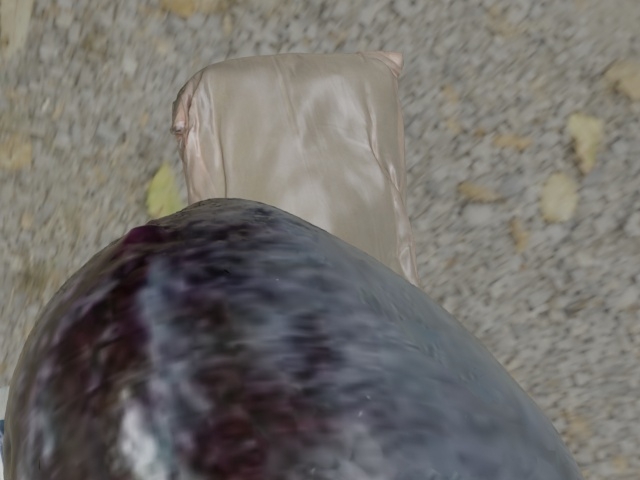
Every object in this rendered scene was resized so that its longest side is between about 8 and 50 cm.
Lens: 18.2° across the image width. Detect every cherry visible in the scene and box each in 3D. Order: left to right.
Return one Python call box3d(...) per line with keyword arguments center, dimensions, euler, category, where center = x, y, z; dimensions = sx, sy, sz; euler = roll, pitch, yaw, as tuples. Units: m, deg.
box3d(center=(-0.006, 0.122, 0.815), dimensions=(0.255, 0.218, 0.296), euler=(2, 52, -50), category="cherry")

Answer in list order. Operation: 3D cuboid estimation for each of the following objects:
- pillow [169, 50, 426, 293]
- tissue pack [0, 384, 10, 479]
box3d(center=(0.000, 0.000, 1.266), dimensions=(0.173, 0.067, 0.270), euler=(-3, 67, -23), category="pillow")
box3d(center=(-0.204, 0.136, 1.247), dimensions=(0.042, 0.062, 0.083), euler=(-9, 81, -46), category="tissue pack")
